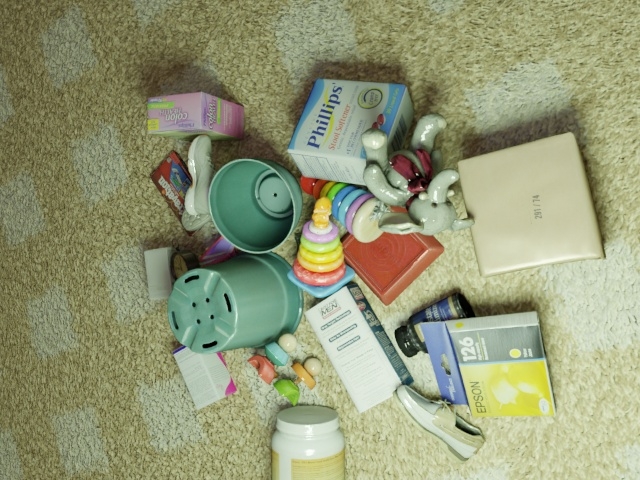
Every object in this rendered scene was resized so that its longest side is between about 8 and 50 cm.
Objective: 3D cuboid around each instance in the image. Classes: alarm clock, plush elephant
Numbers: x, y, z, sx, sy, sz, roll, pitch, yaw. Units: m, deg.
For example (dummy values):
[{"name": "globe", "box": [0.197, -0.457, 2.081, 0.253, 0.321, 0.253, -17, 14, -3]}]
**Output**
[{"name": "alarm clock", "box": [-0.465, 0.079, 1.987, 0.129, 0.064, 0.192, -34, 79, 50]}, {"name": "plush elephant", "box": [0.254, -0.127, 1.481, 0.255, 0.272, 0.329, 39, 131, 40]}]

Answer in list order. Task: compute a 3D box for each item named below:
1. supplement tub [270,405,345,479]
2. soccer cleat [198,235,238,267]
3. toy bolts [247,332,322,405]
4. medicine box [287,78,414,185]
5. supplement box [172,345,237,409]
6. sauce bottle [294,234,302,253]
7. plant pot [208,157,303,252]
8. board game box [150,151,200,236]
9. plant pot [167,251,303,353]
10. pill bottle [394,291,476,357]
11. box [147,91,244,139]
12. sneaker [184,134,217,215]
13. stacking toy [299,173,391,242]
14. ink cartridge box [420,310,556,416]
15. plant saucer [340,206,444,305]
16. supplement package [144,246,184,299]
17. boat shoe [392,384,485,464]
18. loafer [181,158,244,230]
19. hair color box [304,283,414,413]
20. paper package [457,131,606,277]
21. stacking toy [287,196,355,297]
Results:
[{"name": "supplement tub", "box": [-0.038, 0.689, 1.783, 0.229, 0.228, 0.315, 1, 91, 25]}, {"name": "soccer cleat", "box": [-0.340, 0.043, 1.995, 0.095, 0.083, 0.248, 43, 110, 3]}, {"name": "toy bolts", "box": [-0.120, 0.376, 1.847, 0.158, 0.228, 0.218, -44, 48, -8]}, {"name": "medicine box", "box": [0.092, -0.314, 1.689, 0.290, 0.149, 0.263, 11, 69, 24]}, {"name": "supplement box", "box": [-0.399, 0.453, 2.010, 0.114, 0.111, 0.220, -32, 78, 23]}, {"name": "sauce bottle", "box": [-0.054, 0.046, 1.879, 0.042, 0.042, 0.128, -20, 80, 24]}, {"name": "plant pot", "box": [-0.174, -0.127, 1.827, 0.293, 0.196, 0.292, 7, 109, 21]}, {"name": "board game box", "box": [-0.492, -0.167, 2.086, 0.145, 0.027, 0.281, -43, 74, 21]}, {"name": "plant pot", "box": [-0.276, 0.201, 1.826, 0.341, 0.334, 0.340, 0, 91, 25]}, {"name": "pill bottle", "box": [0.327, 0.248, 1.659, 0.219, 0.123, 0.122, -32, 78, 22]}, {"name": "box", "box": [-0.407, -0.401, 1.922, 0.214, 0.243, 0.117, 1, 92, 26]}, {"name": "sneaker", "box": [-0.358, -0.208, 1.876, 0.121, 0.099, 0.262, 5, 94, 20]}, {"name": "stacking toy", "box": [0.052, -0.125, 1.754, 0.330, 0.141, 0.141, 35, 106, 38]}, {"name": "ink cartridge box", "box": [0.449, 0.344, 1.562, 0.308, 0.072, 0.303, -11, 115, 20]}, {"name": "plant saucer", "box": [0.195, 0.025, 1.758, 0.259, 0.048, 0.258, -47, 73, 18]}, {"name": "supplement package", "box": [-0.547, 0.116, 2.076, 0.105, 0.105, 0.179, -8, 89, 25]}, {"name": "boat shoe", "box": [0.334, 0.497, 1.636, 0.302, 0.113, 0.103, 42, 106, -14]}, {"name": "loafer", "box": [-0.340, -0.144, 1.967, 0.319, 0.111, 0.112, -39, 69, 17]}, {"name": "hair color box", "box": [0.116, 0.323, 1.769, 0.174, 0.105, 0.347, -35, 78, 22]}, {"name": "paper package", "box": [0.547, -0.085, 1.524, 0.310, 0.168, 0.324, -13, 87, 25]}, {"name": "stacking toy", "box": [0.000, 0.000, 1.709, 0.166, 0.175, 0.301, 31, 136, 34]}]
